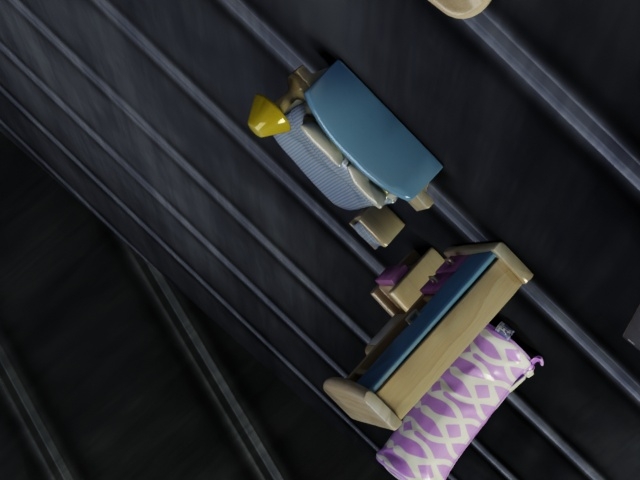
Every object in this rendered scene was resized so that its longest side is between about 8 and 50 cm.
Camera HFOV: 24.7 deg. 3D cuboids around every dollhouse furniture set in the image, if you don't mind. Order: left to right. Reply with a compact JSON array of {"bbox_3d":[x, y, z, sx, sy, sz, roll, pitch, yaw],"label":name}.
[{"bbox_3d":[0.000,0.000,1.425,0.303,0.198,0.286,46,167,-9],"label":"dollhouse furniture set"}]

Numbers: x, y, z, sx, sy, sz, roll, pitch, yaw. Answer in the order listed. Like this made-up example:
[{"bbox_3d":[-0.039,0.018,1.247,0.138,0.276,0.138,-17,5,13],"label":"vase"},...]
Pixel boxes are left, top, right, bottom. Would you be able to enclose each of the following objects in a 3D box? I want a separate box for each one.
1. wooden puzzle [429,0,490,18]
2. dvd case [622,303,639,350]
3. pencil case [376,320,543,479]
[{"bbox_3d":[0.030,-0.259,0.852,0.221,0.044,0.239,41,163,14],"label":"wooden puzzle"},{"bbox_3d":[0.320,0.095,1.147,0.164,0.018,0.221,41,167,15],"label":"dvd case"},{"bbox_3d":[0.148,0.182,1.567,0.088,0.206,0.086,37,180,15],"label":"pencil case"}]
